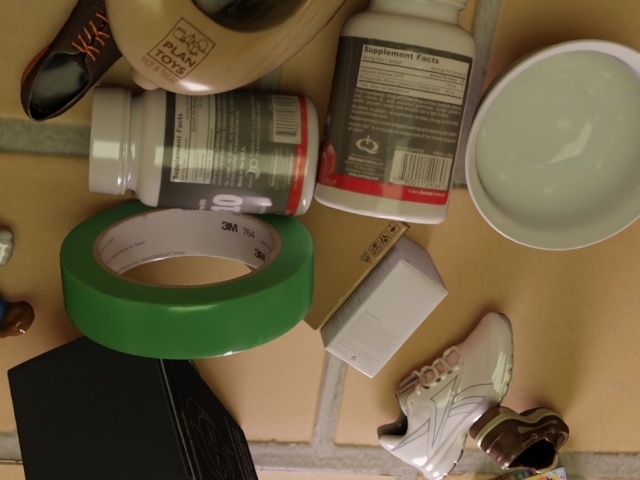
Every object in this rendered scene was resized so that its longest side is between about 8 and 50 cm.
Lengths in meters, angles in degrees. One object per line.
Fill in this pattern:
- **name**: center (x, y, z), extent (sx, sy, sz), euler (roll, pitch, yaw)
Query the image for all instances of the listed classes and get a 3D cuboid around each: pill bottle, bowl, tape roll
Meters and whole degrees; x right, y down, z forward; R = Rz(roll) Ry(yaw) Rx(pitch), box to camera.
- **pill bottle**: center (-0.154, -0.119, 1.541), extent (0.283, 0.161, 0.161), euler (3, 115, -10)
- **bowl**: center (0.325, -0.146, 1.620), extent (0.297, 0.134, 0.298), euler (-3, 116, -7)
- **tape roll**: center (-0.168, 0.037, 1.526), extent (0.321, 0.321, 0.077), euler (-4, 116, -7)
- **pill bottle**: center (0.101, -0.191, 1.514), extent (0.176, 0.176, 0.319), euler (8, 96, -13)

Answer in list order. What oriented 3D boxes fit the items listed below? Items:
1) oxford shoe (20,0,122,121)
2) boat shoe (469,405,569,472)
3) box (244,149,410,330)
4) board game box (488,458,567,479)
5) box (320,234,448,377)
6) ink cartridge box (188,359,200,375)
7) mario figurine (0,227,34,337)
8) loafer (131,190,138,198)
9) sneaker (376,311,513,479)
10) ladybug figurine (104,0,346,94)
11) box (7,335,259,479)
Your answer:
- **oxford shoe**: center (-0.277, -0.253, 1.490), extent (0.097, 0.098, 0.271), euler (33, 106, -21)
- **boat shoe**: center (0.318, 0.314, 1.805), extent (0.257, 0.095, 0.095), euler (11, 121, -52)
- **box**: center (0.000, 0.000, 1.658), extent (0.164, 0.021, 0.201), euler (43, 106, 9)
- **board game box**: center (0.334, 0.427, 1.962), extent (0.154, 0.026, 0.103), euler (-18, 118, 0)
- **box**: center (0.082, 0.083, 1.695), extent (0.091, 0.130, 0.170), euler (34, 107, -22)
- **ink cartridge box**: center (-0.290, 0.205, 1.733), extent (0.209, 0.062, 0.109), euler (-23, 118, 3)
- **mario figurine**: center (-0.514, 0.045, 1.552), extent (0.170, 0.198, 0.320), euler (-29, 122, 20)
- **loafer**: center (-0.194, -0.077, 1.623), extent (0.125, 0.045, 0.039), euler (-1, 109, -6)
- **sneaker**: center (0.192, 0.231, 1.803), extent (0.129, 0.111, 0.297), euler (24, 109, -13)
- **ladybug figurine**: center (-0.094, -0.374, 1.397), extent (0.305, 0.162, 0.449), euler (36, 95, -37)
- **box**: center (-0.220, 0.337, 1.603), extent (0.211, 0.294, 0.395), euler (-23, 143, 2)
